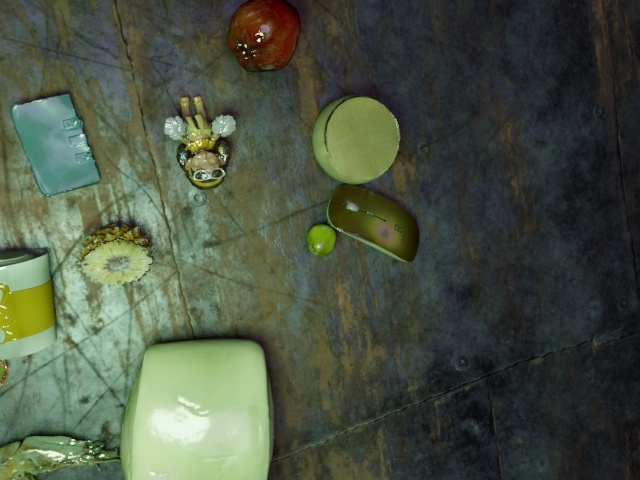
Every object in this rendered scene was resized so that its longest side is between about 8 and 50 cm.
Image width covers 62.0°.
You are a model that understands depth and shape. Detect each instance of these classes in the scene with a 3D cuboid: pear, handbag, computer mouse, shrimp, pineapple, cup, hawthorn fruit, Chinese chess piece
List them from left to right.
[{"bbox_3d":[-0.723,0.140,1.206,0.240,0.185,0.226,-7,102,1],"label":"cup"},{"bbox_3d":[-0.665,0.587,1.306,0.359,0.085,0.247,-9,106,-15],"label":"shrimp"},{"bbox_3d":[-0.627,-0.223,1.267,0.144,0.057,0.221,-19,100,-21],"label":"handbag"},{"bbox_3d":[-0.496,0.011,1.295,0.175,0.137,0.162,-24,141,-4],"label":"pineapple"},{"bbox_3d":[-0.136,-0.534,1.355,0.185,0.185,0.202,40,66,-17],"label":"hawthorn fruit"},{"bbox_3d":[0.000,0.000,1.482,0.092,0.097,0.092,3,111,9],"label":"pear"},{"bbox_3d":[0.100,-0.281,1.489,0.249,0.103,0.250,-2,95,-20],"label":"Chinese chess piece"},{"bbox_3d":[0.162,-0.047,1.527,0.310,0.072,0.158,26,62,-19],"label":"computer mouse"}]

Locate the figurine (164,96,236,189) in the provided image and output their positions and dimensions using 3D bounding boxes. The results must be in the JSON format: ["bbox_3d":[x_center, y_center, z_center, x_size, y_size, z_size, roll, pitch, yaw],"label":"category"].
[{"bbox_3d":[-0.303,-0.248,1.345,0.174,0.115,0.240,-11,92,-20],"label":"figurine"}]

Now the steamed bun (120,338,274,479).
[{"bbox_3d":[-0.297,0.481,1.309,0.370,0.290,0.457,0,94,-18],"label":"steamed bun"}]

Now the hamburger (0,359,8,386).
[{"bbox_3d":[-0.810,0.310,1.199,0.175,0.137,0.176,-2,97,-17],"label":"hamburger"}]
